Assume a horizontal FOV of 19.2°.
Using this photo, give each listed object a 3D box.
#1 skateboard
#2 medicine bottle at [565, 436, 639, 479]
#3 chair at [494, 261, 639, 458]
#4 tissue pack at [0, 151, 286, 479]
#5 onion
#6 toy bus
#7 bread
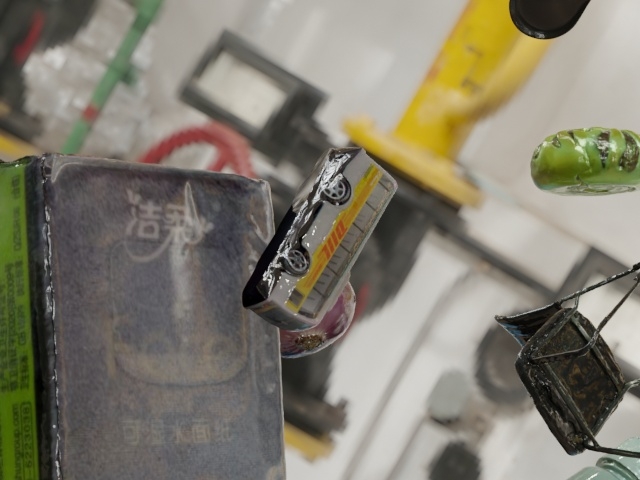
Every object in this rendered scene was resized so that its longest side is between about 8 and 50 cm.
[{"bbox_3d":[0.203,-0.206,1.423,0.067,0.151,0.080,41,34,-16],"label":"skateboard"},{"bbox_3d":[0.294,0.382,2.263,0.158,0.318,0.158,50,-21,27],"label":"medicine bottle"},{"bbox_3d":[0.248,0.129,1.835,0.221,0.145,0.140,-17,-68,49],"label":"chair"},{"bbox_3d":[-0.163,0.132,1.658,0.124,0.394,0.288,-11,-12,40],"label":"tissue pack"},{"bbox_3d":[-0.022,0.067,1.945,0.115,0.115,0.104,21,41,-55],"label":"onion"},{"bbox_3d":[0.000,0.000,1.635,0.072,0.172,0.057,38,-26,-17],"label":"toy bus"},{"bbox_3d":[0.301,-0.087,2.078,0.139,0.071,0.130,-6,-13,31],"label":"bread"}]
